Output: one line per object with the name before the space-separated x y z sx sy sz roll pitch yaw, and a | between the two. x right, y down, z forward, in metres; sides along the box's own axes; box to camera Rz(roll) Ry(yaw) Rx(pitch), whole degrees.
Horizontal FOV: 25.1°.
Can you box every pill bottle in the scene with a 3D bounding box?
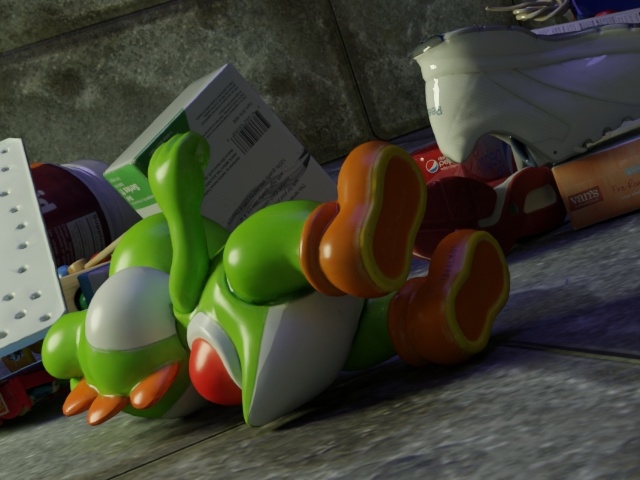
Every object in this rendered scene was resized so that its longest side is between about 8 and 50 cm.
pill bottle | -0.436 0.013 2.064 0.224 0.224 0.392 -15 7 31

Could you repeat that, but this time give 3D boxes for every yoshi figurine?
yoshi figurine | -0.051 0.024 1.036 0.362 0.204 0.203 -17 -4 37

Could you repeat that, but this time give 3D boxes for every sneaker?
sneaker | 0.121 -0.008 1.347 0.221 0.087 0.128 -8 -11 -41
sneaker | 0.230 -0.133 1.316 0.297 0.129 0.111 -4 1 -9

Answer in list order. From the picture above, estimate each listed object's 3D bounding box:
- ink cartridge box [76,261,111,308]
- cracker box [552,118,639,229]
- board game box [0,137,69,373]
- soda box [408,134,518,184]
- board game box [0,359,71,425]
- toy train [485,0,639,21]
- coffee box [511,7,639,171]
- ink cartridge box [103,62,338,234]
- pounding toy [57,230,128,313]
ink cartridge box | -0.171 0.058 1.498 0.092 0.090 0.143 -23 8 -33
cracker box | 0.310 -0.080 1.389 0.155 0.067 0.232 -19 5 14
board game box | -0.448 0.073 1.439 0.390 0.050 0.390 -25 34 -4
soda box | 0.179 -0.086 1.724 0.083 0.092 0.263 -14 7 26
board game box | -0.263 0.140 1.300 0.168 0.033 0.133 -24 -8 -13
toy train | 0.301 -0.224 1.615 0.248 0.143 0.105 -8 47 -5
coffee box | 0.323 -0.164 1.537 0.246 0.098 0.141 -11 -32 0
ink cartridge box | -0.085 -0.044 1.424 0.153 0.208 0.087 -49 17 -26
pounding toy | -0.293 0.052 1.871 0.130 0.100 0.141 -20 6 -8
